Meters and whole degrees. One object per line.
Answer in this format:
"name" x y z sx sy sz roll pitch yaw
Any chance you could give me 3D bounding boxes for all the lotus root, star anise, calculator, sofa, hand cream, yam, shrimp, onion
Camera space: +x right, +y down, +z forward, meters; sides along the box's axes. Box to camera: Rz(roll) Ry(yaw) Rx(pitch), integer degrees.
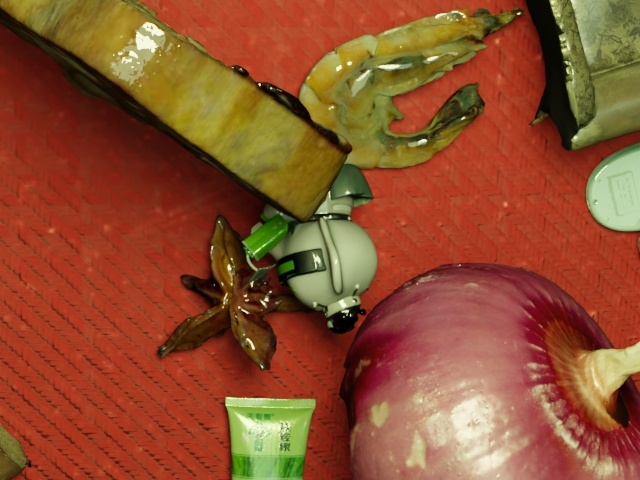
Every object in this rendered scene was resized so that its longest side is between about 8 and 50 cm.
"lotus root" -0.150 -0.156 1.505 0.390 0.375 0.111 36 88 2
"star anise" -0.065 0.068 1.716 0.140 0.144 0.158 16 88 32
"calculator" 0.357 -0.061 1.785 0.153 0.021 0.095 -16 101 -5
"sofa" 0.290 -0.235 1.627 0.200 0.182 0.258 -17 101 -10
"hand cream" -0.056 0.251 1.742 0.095 0.046 0.175 2 96 -8
"yam" -0.364 0.229 1.668 0.127 0.084 0.084 -33 103 0
"shrimp" 0.103 -0.151 1.707 0.254 0.059 0.145 -17 104 -7
"onion" 0.201 0.179 1.622 0.345 0.358 0.358 -27 102 3

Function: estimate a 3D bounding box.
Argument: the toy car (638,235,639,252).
"toy car" 0.410 0.002 1.786 0.142 0.069 0.055 5 58 -11

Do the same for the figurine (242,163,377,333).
"figurine" 0.000 0.000 1.660 0.126 0.147 0.192 -19 77 14
